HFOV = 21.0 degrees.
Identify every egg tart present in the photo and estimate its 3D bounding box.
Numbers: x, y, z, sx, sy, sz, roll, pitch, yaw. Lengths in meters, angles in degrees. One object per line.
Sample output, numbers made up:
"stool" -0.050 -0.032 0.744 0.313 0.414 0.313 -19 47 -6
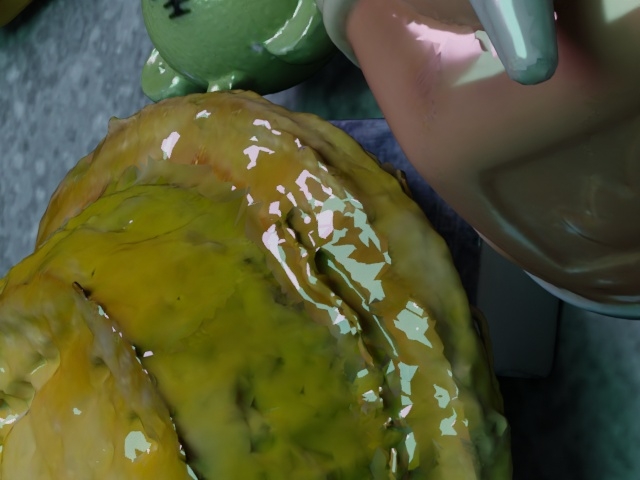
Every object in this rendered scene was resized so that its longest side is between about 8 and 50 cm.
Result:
"egg tart" -0.050 0.090 0.616 0.288 0.118 0.288 11 105 44

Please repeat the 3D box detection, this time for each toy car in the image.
"toy car" 0.078 -0.117 0.484 0.180 0.212 0.271 -26 62 29

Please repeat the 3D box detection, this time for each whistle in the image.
"whistle" -0.019 -0.151 0.698 0.105 0.085 0.227 -12 60 44

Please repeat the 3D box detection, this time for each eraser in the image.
"eraser" 0.000 0.000 0.675 0.212 0.046 0.092 2 83 46

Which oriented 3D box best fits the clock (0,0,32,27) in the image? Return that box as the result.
"clock" -0.163 -0.194 0.820 0.202 0.143 0.096 -36 50 36
